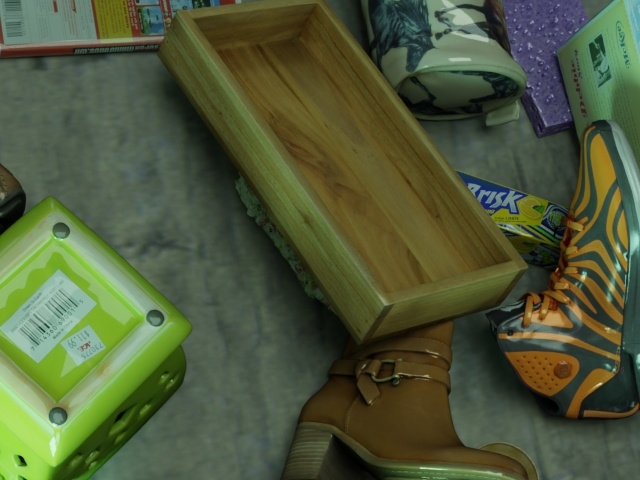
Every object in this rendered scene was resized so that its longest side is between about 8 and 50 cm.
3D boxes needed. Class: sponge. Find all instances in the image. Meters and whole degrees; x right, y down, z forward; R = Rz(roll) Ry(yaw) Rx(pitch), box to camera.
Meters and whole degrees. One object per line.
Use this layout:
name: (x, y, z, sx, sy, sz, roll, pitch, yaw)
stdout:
sponge: (0.267, -0.231, 2.151, 0.117, 0.031, 0.210, -17, 73, -20)

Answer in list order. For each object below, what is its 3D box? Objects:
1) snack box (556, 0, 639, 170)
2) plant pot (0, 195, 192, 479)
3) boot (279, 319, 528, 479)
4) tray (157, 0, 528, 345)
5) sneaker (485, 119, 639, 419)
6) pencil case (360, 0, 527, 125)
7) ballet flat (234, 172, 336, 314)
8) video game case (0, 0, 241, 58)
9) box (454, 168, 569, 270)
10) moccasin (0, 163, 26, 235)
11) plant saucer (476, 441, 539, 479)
snack box: (0.356, -0.096, 2.010, 0.060, 0.187, 0.322, -9, 79, -19)
plant pot: (-0.269, 0.105, 1.777, 0.227, 0.207, 0.228, 43, 65, 5)
boot: (0.107, 0.174, 1.839, 0.109, 0.283, 0.220, 52, 48, -33)
tray: (0.018, -0.085, 1.926, 0.203, 0.076, 0.411, -13, 57, -39)
sneaker: (0.261, 0.038, 1.935, 0.180, 0.124, 0.321, -7, 94, 3)
pencil case: (0.125, -0.329, 2.083, 0.183, 0.160, 0.410, 6, 65, -37)
ballet flat: (0.000, 0.000, 1.961, 0.241, 0.077, 0.091, 45, 64, 6)
video game case: (-0.237, -0.305, 2.054, 0.285, 0.025, 0.204, -5, 69, -16)
box: (0.200, -0.024, 2.032, 0.169, 0.059, 0.054, 18, 63, -7)
moccasin: (-0.461, 0.034, 1.796, 0.147, 0.139, 0.380, 38, 66, 10)
plant saucer: (0.190, 0.255, 1.939, 0.083, 0.015, 0.083, 5, 66, -12)
